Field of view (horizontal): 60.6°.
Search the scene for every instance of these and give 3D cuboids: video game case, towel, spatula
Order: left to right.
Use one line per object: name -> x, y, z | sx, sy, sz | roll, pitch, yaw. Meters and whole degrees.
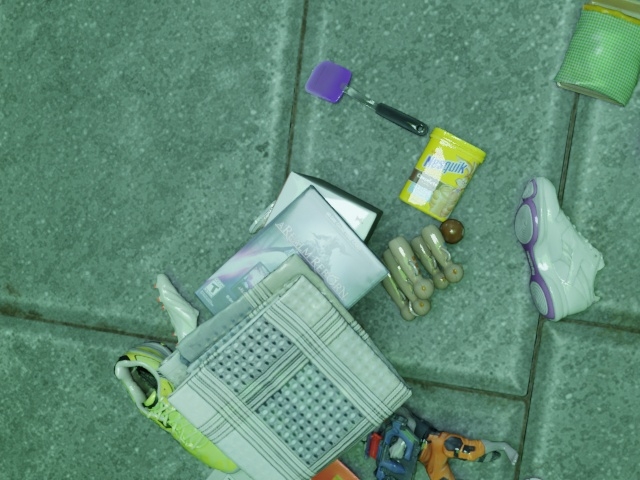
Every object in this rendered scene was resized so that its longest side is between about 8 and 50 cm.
towel -> -0.059, 0.230, 0.886 | 0.312, 0.056, 0.324 | -40, 98, 7
video game case -> -0.050, 0.070, 0.915 | 0.274, 0.026, 0.196 | -42, 87, 8
spatula -> 0.107, -0.309, 1.216 | 0.296, 0.030, 0.084 | 29, 95, 6

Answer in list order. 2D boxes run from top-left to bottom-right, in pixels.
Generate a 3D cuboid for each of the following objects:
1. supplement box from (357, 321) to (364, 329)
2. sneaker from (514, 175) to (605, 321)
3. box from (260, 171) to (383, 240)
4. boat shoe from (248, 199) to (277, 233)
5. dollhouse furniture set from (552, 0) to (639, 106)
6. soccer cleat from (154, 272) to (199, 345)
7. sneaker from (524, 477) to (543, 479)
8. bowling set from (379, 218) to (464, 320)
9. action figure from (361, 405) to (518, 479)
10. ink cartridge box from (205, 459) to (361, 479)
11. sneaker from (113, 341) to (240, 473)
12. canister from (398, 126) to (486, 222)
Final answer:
supplement box -> -0.048, 0.226, 1.112 | 0.194, 0.356, 0.195 | 39, 96, 4
sneaker -> 0.505, 0.009, 1.156 | 0.152, 0.114, 0.305 | -14, 96, -4
box -> 0.000, 0.000, 1.096 | 0.168, 0.345, 0.215 | 28, 97, 5
boat shoe -> -0.123, -0.048, 1.269 | 0.035, 0.035, 0.100 | 44, 92, 6
dollhouse furniture set -> 0.651, -0.370, 1.067 | 0.301, 0.151, 0.198 | 19, 95, 7
soccer cleat -> -0.332, 0.164, 1.304 | 0.076, 0.068, 0.196 | -22, 92, -6
sneaker -> 0.415, 0.636, 1.199 | 0.103, 0.111, 0.252 | 42, 99, 4
bowling set -> 0.235, 0.053, 1.119 | 0.200, 0.287, 0.154 | -27, 80, -4
action figure -> 0.222, 0.490, 1.226 | 0.330, 0.178, 0.341 | 23, 127, 12
ink cartridge box -> -0.089, 0.569, 1.269 | 0.296, 0.066, 0.261 | 39, 99, 14
sneaker -> -0.328, 0.395, 1.251 | 0.384, 0.147, 0.145 | 38, 98, 14
canister -> 0.260, -0.139, 1.185 | 0.126, 0.073, 0.170 | 29, 99, 4
